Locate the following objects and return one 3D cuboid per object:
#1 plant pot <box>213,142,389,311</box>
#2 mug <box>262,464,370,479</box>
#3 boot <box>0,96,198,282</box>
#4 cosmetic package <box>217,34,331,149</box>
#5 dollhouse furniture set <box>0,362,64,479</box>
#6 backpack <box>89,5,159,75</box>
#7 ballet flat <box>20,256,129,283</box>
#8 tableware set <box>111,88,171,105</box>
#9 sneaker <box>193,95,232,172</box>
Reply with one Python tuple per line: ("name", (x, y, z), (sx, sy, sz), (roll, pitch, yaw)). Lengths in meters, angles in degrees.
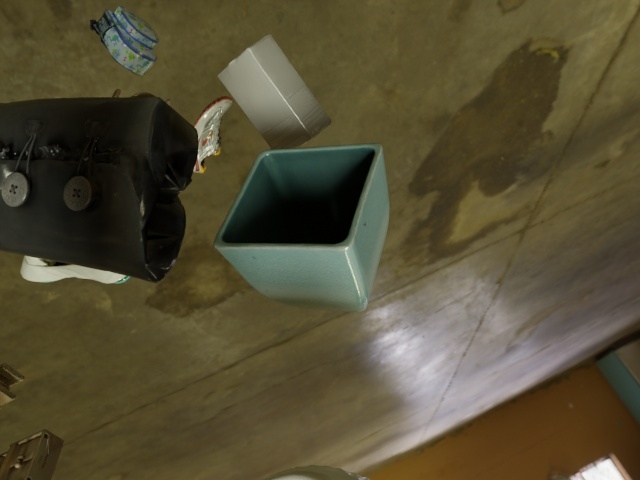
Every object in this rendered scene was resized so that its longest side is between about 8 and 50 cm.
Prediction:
("plant pot", (0.000, 0.000, 1.028), (0.248, 0.247, 0.252), (1, 140, 23))
("mug", (0.013, 0.465, 0.643), (0.276, 0.374, 0.328), (-11, 132, 20))
("boot", (-0.388, 0.004, 0.698), (0.445, 0.366, 0.146), (5, -176, 9))
("cosmetic package", (-0.103, -0.319, 1.251), (0.127, 0.238, 0.107), (-20, -160, 43))
("dollhouse furniture set", (-0.551, 0.314, 0.841), (0.161, 0.212, 0.242), (-26, 124, 15))
("backpack", (-0.367, -0.385, 1.072), (0.084, 0.114, 0.105), (-37, 158, 18))
("ballet flat", (-0.614, 0.025, 1.340), (0.400, 0.139, 0.139), (1, 167, 30))
("tableware set", (-0.333, -0.166, 0.965), (0.194, 0.039, 0.128), (-54, 160, 22))
("sneaker", (-0.288, -0.276, 1.447), (0.093, 0.088, 0.225), (31, 112, -13))
